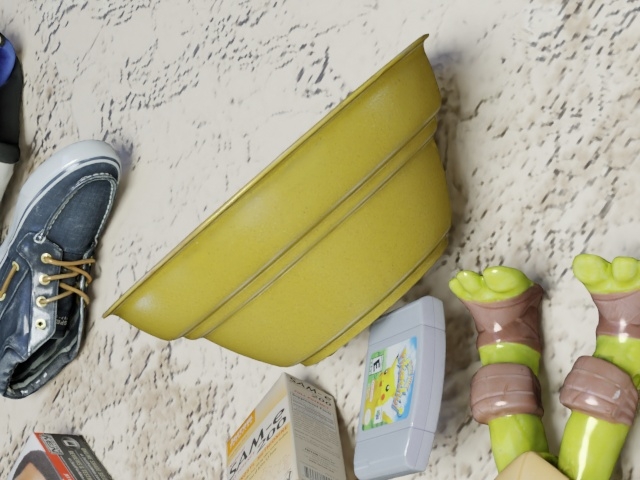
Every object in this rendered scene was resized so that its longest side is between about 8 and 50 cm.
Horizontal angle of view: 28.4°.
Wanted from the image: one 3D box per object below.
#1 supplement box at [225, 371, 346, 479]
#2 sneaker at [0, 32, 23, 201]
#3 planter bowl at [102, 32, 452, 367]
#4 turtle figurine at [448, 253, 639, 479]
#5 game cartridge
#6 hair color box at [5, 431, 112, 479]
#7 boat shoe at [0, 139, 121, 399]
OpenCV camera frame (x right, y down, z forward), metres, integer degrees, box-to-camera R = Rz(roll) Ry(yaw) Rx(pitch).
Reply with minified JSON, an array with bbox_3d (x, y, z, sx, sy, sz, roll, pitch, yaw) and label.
[{"bbox_3d":[-0.019,0.126,0.673,0.062,0.036,0.098,-52,22,20],"label":"supplement box"},{"bbox_3d":[-0.319,-0.101,0.969,0.315,0.127,0.182,35,102,33],"label":"sneaker"},{"bbox_3d":[0.000,0.000,0.643,0.217,0.217,0.090,-39,93,29],"label":"planter bowl"},{"bbox_3d":[0.109,0.119,0.553,0.269,0.087,0.217,-15,61,55],"label":"turtle figurine"},{"bbox_3d":[0.038,0.069,0.596,0.056,0.017,0.083,-27,49,54],"label":"game cartridge"},{"bbox_3d":[-0.190,0.203,0.833,0.072,0.043,0.141,43,109,39],"label":"hair color box"},{"bbox_3d":[-0.175,0.023,0.848,0.183,0.065,0.083,-53,55,28],"label":"boat shoe"}]
